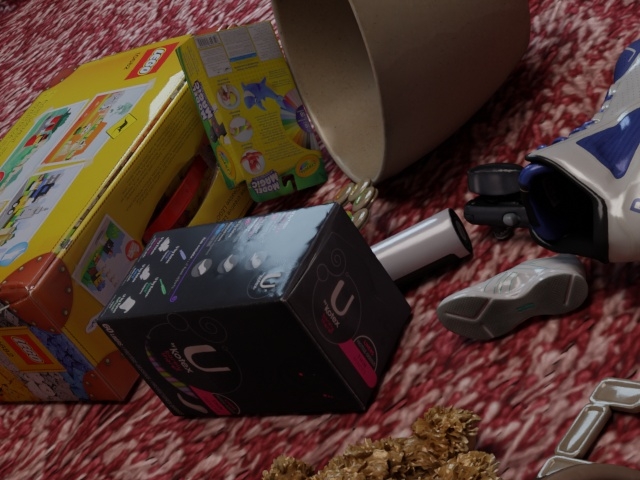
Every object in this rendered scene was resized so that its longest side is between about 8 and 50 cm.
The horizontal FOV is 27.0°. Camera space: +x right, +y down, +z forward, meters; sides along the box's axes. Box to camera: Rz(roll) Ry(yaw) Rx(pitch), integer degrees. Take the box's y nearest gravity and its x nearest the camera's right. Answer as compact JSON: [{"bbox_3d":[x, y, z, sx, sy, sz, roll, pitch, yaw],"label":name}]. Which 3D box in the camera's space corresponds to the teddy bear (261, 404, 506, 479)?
[{"bbox_3d":[0.002,0.249,1.133,0.338,0.113,0.245,-24,30,20],"label":"teddy bear"}]

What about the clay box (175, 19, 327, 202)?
[{"bbox_3d":[-0.085,-0.159,1.684,0.127,0.222,0.053,-19,-2,-35],"label":"clay box"}]

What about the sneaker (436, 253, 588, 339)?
[{"bbox_3d":[0.186,0.053,1.287,0.152,0.054,0.061,-16,25,20],"label":"sneaker"}]

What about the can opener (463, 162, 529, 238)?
[{"bbox_3d":[0.226,-0.033,1.357,0.186,0.073,0.059,10,44,40],"label":"can opener"}]

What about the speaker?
[{"bbox_3d":[0.090,0.018,1.424,0.136,0.055,0.055,-26,31,16],"label":"speaker"}]

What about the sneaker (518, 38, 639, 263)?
[{"bbox_3d":[0.274,-0.083,1.252,0.182,0.127,0.315,-5,37,7],"label":"sneaker"}]

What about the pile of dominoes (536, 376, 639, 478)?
[{"bbox_3d":[0.267,0.200,1.024,0.196,0.040,0.251,-50,24,-22],"label":"pile of dominoes"}]

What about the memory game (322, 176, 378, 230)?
[{"bbox_3d":[0.000,0.000,1.530,0.186,0.012,0.186,-45,18,18],"label":"memory game"}]

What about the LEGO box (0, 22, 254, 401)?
[{"bbox_3d":[-0.307,-0.036,1.771,0.372,0.193,0.500,-6,41,41],"label":"LEGO box"}]

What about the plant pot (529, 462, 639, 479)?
[{"bbox_3d":[0.121,0.290,0.844,0.229,0.263,0.263,-27,26,50],"label":"plant pot"}]

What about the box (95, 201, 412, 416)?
[{"bbox_3d":[-0.071,0.079,1.391,0.270,0.165,0.143,-9,39,39],"label":"box"}]

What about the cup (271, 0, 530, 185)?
[{"bbox_3d":[0.108,-0.256,1.585,0.237,0.331,0.331,-20,27,-14],"label":"cup"}]
